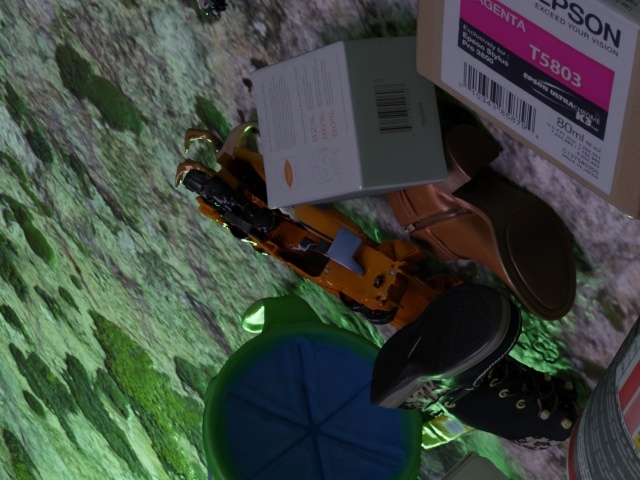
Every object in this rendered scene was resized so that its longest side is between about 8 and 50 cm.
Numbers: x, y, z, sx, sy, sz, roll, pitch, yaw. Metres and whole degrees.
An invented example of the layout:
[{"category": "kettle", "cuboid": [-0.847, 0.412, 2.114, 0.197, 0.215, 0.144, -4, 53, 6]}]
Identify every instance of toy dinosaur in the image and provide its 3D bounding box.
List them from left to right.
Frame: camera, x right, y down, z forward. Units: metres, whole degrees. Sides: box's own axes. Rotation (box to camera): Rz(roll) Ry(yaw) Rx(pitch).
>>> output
[{"category": "toy dinosaur", "cuboid": [-0.092, -0.086, 1.961, 0.112, 0.064, 0.211, 12, 146, 8]}]

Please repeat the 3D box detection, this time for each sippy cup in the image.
[{"category": "sippy cup", "cuboid": [-0.027, 0.233, 2.048, 0.240, 0.305, 0.224, 27, 155, 0]}]

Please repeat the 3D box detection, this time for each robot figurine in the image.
[{"category": "robot figurine", "cuboid": [0.000, 0.000, 1.834, 0.291, 0.085, 0.211, 31, 177, 35]}]

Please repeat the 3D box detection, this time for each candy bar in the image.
[{"category": "candy bar", "cuboid": [0.131, 0.198, 1.992, 0.040, 0.018, 0.161, 48, 153, -2]}]

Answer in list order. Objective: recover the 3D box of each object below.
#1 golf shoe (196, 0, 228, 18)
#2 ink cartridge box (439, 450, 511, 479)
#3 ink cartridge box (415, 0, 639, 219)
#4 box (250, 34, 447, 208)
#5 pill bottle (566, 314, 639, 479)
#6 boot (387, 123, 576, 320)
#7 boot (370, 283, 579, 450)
[{"category": "golf shoe", "cuboid": [-0.103, -0.283, 1.693, 0.094, 0.077, 0.198, 46, 152, 11]}, {"category": "ink cartridge box", "cuboid": [0.153, 0.386, 2.007, 0.198, 0.115, 0.273, 42, 137, 12]}, {"category": "ink cartridge box", "cuboid": [0.182, -0.155, 1.396, 0.235, 0.088, 0.193, 37, 151, 28]}, {"category": "box", "cuboid": [0.023, -0.103, 1.654, 0.170, 0.091, 0.130, -8, 89, 61]}, {"category": "pill bottle", "cuboid": [0.322, 0.111, 1.374, 0.210, 0.210, 0.363, 43, 152, 16]}, {"category": "boot", "cuboid": [0.141, -0.001, 1.675, 0.197, 0.073, 0.152, 61, 153, 7]}, {"category": "boot", "cuboid": [0.168, 0.119, 1.707, 0.179, 0.085, 0.236, 20, 154, -18]}]
